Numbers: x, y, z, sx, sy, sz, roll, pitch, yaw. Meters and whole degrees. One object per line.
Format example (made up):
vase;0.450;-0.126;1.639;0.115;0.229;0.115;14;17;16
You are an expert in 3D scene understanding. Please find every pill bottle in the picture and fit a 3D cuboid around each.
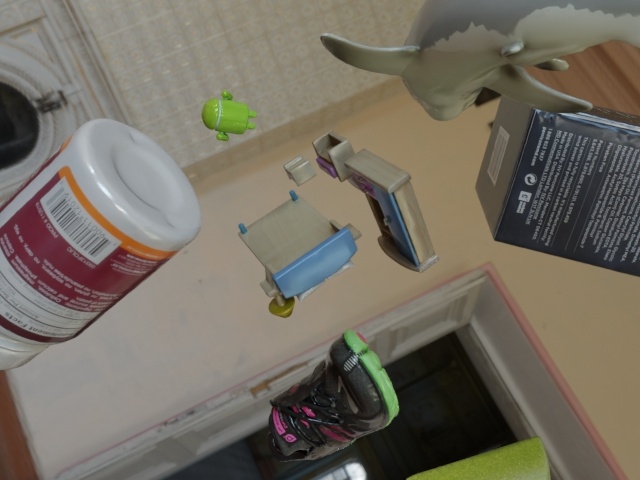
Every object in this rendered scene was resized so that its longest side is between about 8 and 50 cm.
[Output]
pill bottle;-0.390;0.020;0.952;0.224;0.392;0.224;45;21;-23

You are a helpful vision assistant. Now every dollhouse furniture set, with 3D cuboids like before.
dollhouse furniture set;0.000;0.000;1.105;0.286;0.303;0.198;41;-19;51

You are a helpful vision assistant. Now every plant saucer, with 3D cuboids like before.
plant saucer;0.177;0.324;0.665;0.045;0.188;0.188;-161;-113;-63

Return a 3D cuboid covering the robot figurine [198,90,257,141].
robot figurine;-0.191;-0.255;1.287;0.067;0.115;0.101;-161;-102;-66

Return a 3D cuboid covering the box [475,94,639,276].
box;0.629;-0.140;1.403;0.480;0.472;0.297;-63;165;-70

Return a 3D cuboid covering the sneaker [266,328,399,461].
sneaker;0.007;0.344;1.248;0.185;0.202;0.483;55;-32;25

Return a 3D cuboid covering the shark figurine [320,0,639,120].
shark figurine;0.117;-0.132;0.317;0.278;0.166;0.116;9;-94;56
